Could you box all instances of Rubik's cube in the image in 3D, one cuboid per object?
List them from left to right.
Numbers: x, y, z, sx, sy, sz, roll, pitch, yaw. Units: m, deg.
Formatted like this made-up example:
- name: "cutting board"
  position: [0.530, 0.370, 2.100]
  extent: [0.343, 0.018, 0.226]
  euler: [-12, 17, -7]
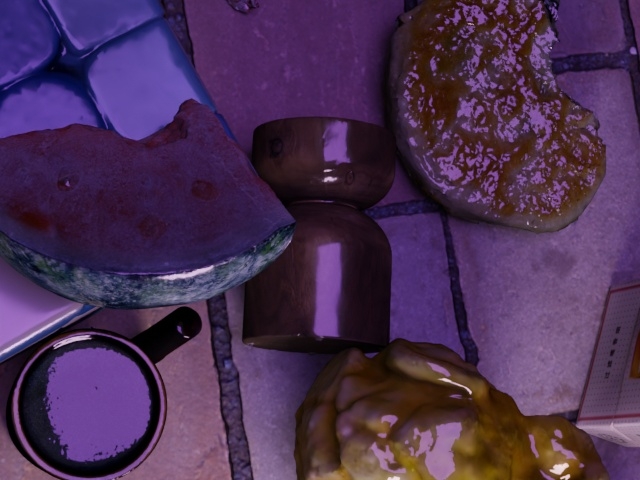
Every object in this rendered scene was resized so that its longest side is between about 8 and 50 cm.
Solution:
- name: "Rubik's cube"
  position: [-0.314, -0.076, 1.494]
  extent: [0.346, 0.347, 0.344]
  euler: [-31, 93, -21]

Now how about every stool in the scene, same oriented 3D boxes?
- name: "stool"
  position: [0.000, 0.000, 1.678]
  extent: [0.179, 0.179, 0.264]
  euler: [5, 79, -18]

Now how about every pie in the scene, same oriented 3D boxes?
- name: "pie"
  position: [0.229, -0.176, 1.825]
  extent: [0.296, 0.078, 0.371]
  euler: [-20, 94, -18]

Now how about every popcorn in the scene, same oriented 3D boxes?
- name: "popcorn"
  position: [0.131, 0.269, 1.592]
  extent: [0.334, 0.292, 0.293]
  euler: [16, 94, -27]

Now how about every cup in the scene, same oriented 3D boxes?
- name: "cup"
  position: [-0.237, 0.182, 1.564]
  extent: [0.239, 0.177, 0.166]
  euler: [-14, 84, -21]

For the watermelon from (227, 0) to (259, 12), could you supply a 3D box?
- name: "watermelon"
  position: [-0.127, -0.385, 1.776]
  extent: [0.098, 0.121, 0.158]
  euler: [-6, 127, -5]

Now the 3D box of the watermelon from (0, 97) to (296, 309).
- name: "watermelon"
  position: [-0.184, -0.032, 1.299]
  extent: [0.318, 0.148, 0.226]
  euler: [12, 59, -3]

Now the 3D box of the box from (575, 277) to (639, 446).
- name: "box"
  position: [0.458, 0.147, 1.730]
  extent: [0.095, 0.330, 0.210]
  euler: [22, 75, -14]
